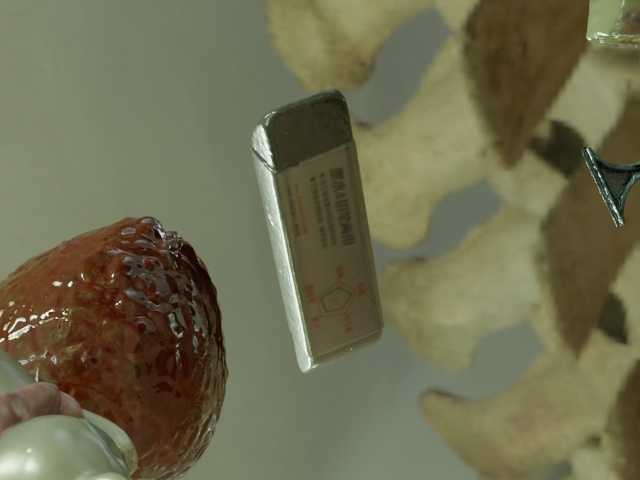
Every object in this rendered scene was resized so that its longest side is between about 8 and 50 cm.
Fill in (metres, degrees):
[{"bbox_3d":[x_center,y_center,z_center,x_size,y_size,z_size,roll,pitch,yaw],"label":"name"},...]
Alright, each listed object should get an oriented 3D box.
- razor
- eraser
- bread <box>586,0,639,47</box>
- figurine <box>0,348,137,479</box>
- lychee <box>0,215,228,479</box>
[{"bbox_3d":[0.282,-0.078,1.244,0.033,0.190,0.066,-21,-96,-53],"label":"razor"},{"bbox_3d":[0.000,0.000,1.633,0.089,0.061,0.352,-21,-50,-14],"label":"eraser"},{"bbox_3d":[0.359,-0.355,1.652,0.155,0.187,0.338,-115,28,-88],"label":"bread"},{"bbox_3d":[-0.164,0.152,1.008,0.127,0.235,0.155,-48,-36,-26],"label":"figurine"},{"bbox_3d":[-0.204,0.123,1.494,0.300,0.255,0.255,-51,-38,-11],"label":"lychee"}]
